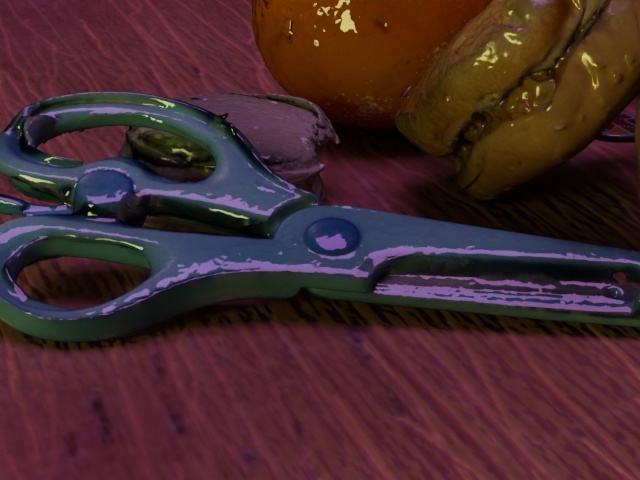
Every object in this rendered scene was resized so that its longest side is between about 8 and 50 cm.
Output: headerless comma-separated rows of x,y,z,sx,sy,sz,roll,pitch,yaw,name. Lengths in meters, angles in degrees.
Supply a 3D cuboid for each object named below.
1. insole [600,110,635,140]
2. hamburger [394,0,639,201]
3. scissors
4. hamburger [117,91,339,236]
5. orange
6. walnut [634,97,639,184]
0.186,-0.106,1.145,0.065,0.006,0.193,-7,23,-18,insole
0.141,-0.122,0.905,0.108,0.214,0.214,45,27,-2,hamburger
0.000,0.000,0.796,0.393,0.032,0.180,8,47,6,scissors
-0.058,-0.047,0.920,0.133,0.062,0.140,10,22,19,hamburger
0.050,-0.163,1.067,0.193,0.161,0.193,-23,37,18,orange
0.281,-0.055,0.771,0.245,0.198,0.198,19,28,30,walnut
